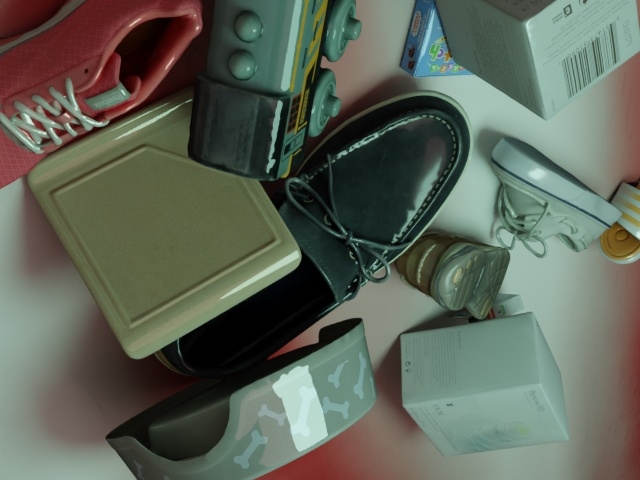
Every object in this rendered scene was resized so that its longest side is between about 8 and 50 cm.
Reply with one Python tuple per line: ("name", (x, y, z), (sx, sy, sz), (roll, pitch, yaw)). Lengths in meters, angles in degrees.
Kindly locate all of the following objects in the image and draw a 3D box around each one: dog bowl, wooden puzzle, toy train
("dog bowl", (-0.086, 0.213, 1.091), (0.348, 0.349, 0.102), (-23, 89, -22))
("wooden puzzle", (-0.169, -0.022, 0.965), (0.221, 0.239, 0.044), (-30, 179, -15))
("toy train", (-0.042, -0.217, 0.876), (0.190, 0.142, 0.334), (-53, 158, -62))

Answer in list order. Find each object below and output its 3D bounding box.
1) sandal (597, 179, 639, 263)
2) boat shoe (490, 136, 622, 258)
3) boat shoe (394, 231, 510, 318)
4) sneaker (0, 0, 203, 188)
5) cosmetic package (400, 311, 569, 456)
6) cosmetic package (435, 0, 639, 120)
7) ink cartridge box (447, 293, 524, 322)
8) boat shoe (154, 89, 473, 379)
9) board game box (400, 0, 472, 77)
("sandal", (0.575, -0.083, 1.543), (0.265, 0.102, 0.076), (-53, 136, -5))
("boat shoe", (0.343, -0.044, 1.377), (0.156, 0.136, 0.367), (-54, 146, 14))
("boat shoe", (0.206, 0.043, 1.340), (0.123, 0.116, 0.324), (-66, 154, 0))
("sneaker", (-0.240, -0.151, 0.830), (0.314, 0.136, 0.116), (-44, 136, -1))
("cosmetic package", (0.274, 0.245, 1.448), (0.224, 0.138, 0.224), (-14, 141, 20))
("cosmetic package", (0.248, -0.271, 1.019), (0.151, 0.184, 0.151), (-38, 137, -7))
("ink cartridge box", (0.282, 0.123, 1.489), (0.115, 0.063, 0.029), (-21, 97, -23))
("boat shoe", (0.000, 0.000, 1.083), (0.500, 0.156, 0.187), (-38, 103, -5))
("board game box", (0.197, -0.314, 1.112), (0.160, 0.039, 0.211), (-8, 125, -32))
